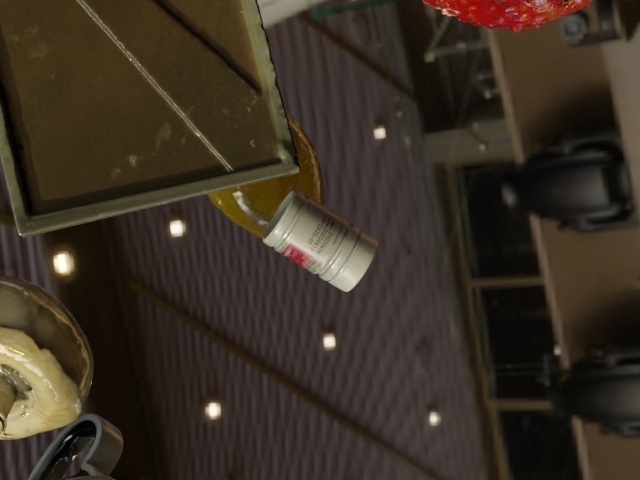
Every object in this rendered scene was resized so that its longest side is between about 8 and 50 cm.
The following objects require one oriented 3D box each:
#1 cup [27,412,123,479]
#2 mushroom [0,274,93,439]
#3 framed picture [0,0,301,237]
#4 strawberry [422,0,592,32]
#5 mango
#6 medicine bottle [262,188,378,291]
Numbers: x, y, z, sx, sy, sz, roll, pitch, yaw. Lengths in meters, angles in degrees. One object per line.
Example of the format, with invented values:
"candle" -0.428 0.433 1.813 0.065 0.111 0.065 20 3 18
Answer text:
"cup" -0.236 0.271 1.111 0.221 0.202 0.167 -40 -68 -45
"mushroom" -0.262 0.102 1.063 0.154 0.154 0.122 62 -149 -34
"framed picture" -0.142 -0.159 0.918 0.019 0.209 0.281 156 101 -74
"strawberry" 0.159 -0.305 1.174 0.238 0.288 0.250 44 -105 -7
"mango" -0.060 -0.067 1.448 0.137 0.098 0.195 -57 -41 -28
"medicine bottle" 0.000 0.000 1.192 0.091 0.058 0.058 31 -132 -10
